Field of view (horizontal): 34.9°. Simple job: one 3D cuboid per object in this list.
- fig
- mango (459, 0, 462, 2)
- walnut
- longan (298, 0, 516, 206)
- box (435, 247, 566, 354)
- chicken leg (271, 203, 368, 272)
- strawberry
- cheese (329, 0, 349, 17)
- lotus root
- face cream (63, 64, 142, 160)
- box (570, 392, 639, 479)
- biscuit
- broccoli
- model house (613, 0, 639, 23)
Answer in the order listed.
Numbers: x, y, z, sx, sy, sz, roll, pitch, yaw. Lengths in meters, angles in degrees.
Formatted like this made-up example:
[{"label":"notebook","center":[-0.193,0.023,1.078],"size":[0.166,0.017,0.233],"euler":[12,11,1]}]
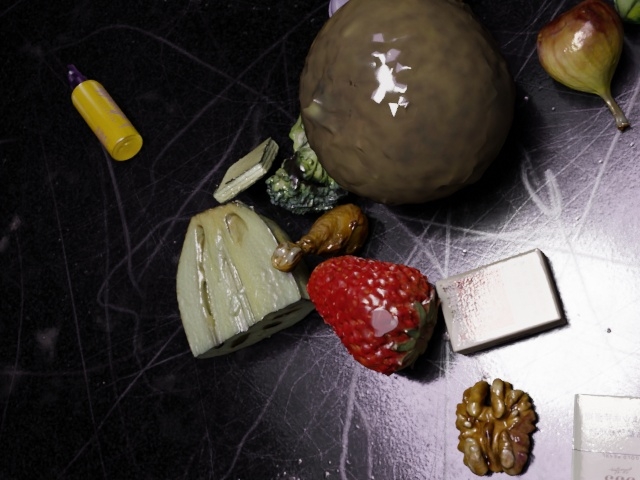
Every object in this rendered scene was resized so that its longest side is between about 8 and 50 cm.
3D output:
[{"label":"fig","center":[0.469,-0.308,1.800],"size":[0.160,0.143,0.230],"euler":[-15,77,53]},{"label":"mango","center":[0.161,-0.536,1.975],"size":[0.287,0.152,0.201],"euler":[27,76,24]},{"label":"walnut","center":[0.300,0.322,1.764],"size":[0.143,0.069,0.170],"euler":[-9,71,24]},{"label":"longan","center":[0.146,-0.255,1.799],"size":[0.391,0.391,0.391],"euler":[-6,75,23]},{"label":"box","center":[0.319,0.110,1.810],"size":[0.201,0.058,0.141],"euler":[-19,71,20]},{"label":"chicken leg","center":[-0.003,-0.001,1.893],"size":[0.087,0.251,0.107],"euler":[29,122,27]},{"label":"strawberry","center":[0.087,0.117,1.832],"size":[0.244,0.205,0.205],"euler":[29,90,25]},{"label":"cheese","center":[0.056,-0.497,2.081],"size":[0.105,0.042,0.191],"euler":[-29,67,14]},{"label":"lotus root","center":[-0.157,0.061,1.988],"size":[0.267,0.149,0.260],"euler":[-30,70,22]},{"label":"face cream","center":[-0.495,-0.294,2.260],"size":[0.078,0.078,0.273],"euler":[-44,64,9]},{"label":"box","center":[0.495,0.384,1.659],"size":[0.168,0.071,0.259],"euler":[1,79,25]},{"label":"biscuit","center":[-0.145,-0.138,2.011],"size":[0.121,0.199,0.040],"euler":[-32,104,15]},{"label":"broccoli","center":[-0.014,-0.196,2.000],"size":[0.145,0.165,0.304],"euler":[-24,51,49]},{"label":"model house","center":[0.638,-0.496,1.789],"size":[0.211,0.170,0.194],"euler":[-1,68,-5]}]
